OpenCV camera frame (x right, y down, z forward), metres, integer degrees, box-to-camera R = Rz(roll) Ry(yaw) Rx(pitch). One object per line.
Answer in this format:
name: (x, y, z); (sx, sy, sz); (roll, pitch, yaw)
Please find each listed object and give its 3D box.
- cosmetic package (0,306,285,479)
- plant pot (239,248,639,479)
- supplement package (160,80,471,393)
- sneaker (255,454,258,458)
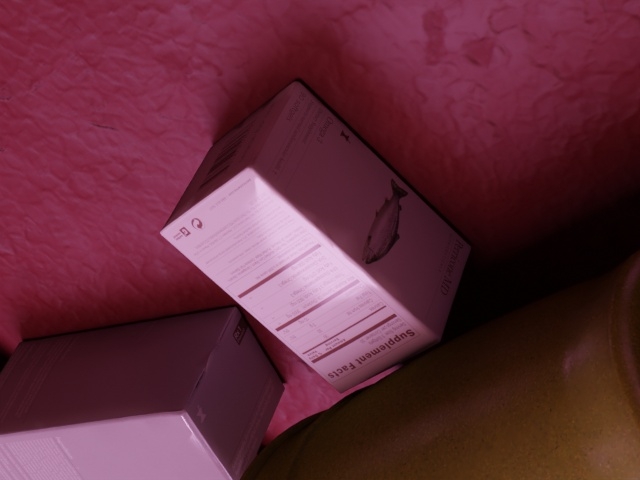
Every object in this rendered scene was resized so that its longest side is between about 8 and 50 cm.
cosmetic package: (-0.163, 0.142, 1.134); (0.238, 0.127, 0.107); (-7, 126, 29)
plant pot: (0.174, 0.187, 0.872); (0.366, 0.366, 0.353); (34, 133, -9)
supplement package: (0.000, 0.000, 0.958); (0.179, 0.105, 0.105); (42, 131, -17)
sneaker: (-0.072, 0.225, 1.209); (0.185, 0.069, 0.084); (30, 128, -5)
